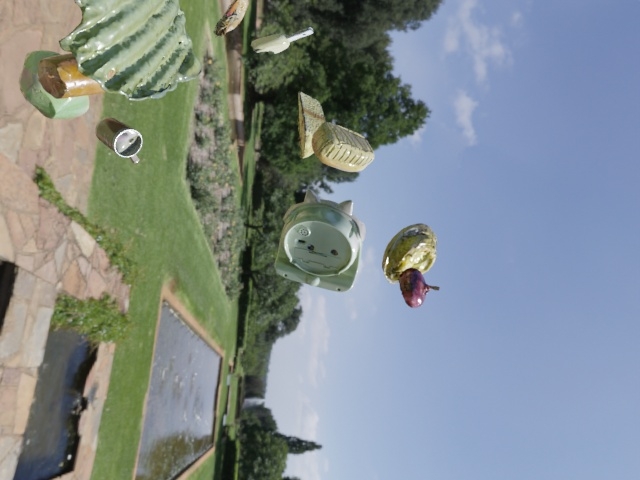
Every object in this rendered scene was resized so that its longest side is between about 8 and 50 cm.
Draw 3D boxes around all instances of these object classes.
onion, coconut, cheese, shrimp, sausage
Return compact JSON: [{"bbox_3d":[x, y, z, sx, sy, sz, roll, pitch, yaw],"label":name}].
[{"bbox_3d":[0.365,0.167,1.596,0.150,0.140,0.150,26,57,-49],"label":"onion"},{"bbox_3d":[-0.897,-0.512,1.483,0.236,0.205,0.235,-6,-98,56],"label":"coconut"},{"bbox_3d":[-0.141,-0.778,1.701,0.127,0.235,0.049,-29,105,-69],"label":"cheese"},{"bbox_3d":[-0.307,-0.790,1.537,0.133,0.053,0.236,-31,-154,51],"label":"shrimp"},{"bbox_3d":[-0.546,-0.416,1.078,0.270,0.109,0.108,-49,152,-55],"label":"sausage"}]

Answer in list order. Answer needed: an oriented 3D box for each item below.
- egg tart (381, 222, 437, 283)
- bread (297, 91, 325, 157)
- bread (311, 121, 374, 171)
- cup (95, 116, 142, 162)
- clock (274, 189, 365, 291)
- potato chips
[{"bbox_3d":[0.363,0.065,1.725,0.095,0.279,0.278,45,-44,51],"label":"egg tart"},{"bbox_3d":[-0.079,-0.484,1.882,0.178,0.135,0.240,-35,-127,40],"label":"bread"},{"bbox_3d":[0.071,-0.307,1.470,0.106,0.236,0.140,-44,-126,34],"label":"bread"},{"bbox_3d":[-0.499,-0.255,1.103,0.074,0.099,0.102,-56,153,-2],"label":"cup"},{"bbox_3d":[0.000,0.000,1.336,0.108,0.265,0.324,-68,170,-49],"label":"clock"},{"bbox_3d":[-0.402,-0.516,0.975,0.389,0.097,0.373,-53,147,-55],"label":"potato chips"}]
